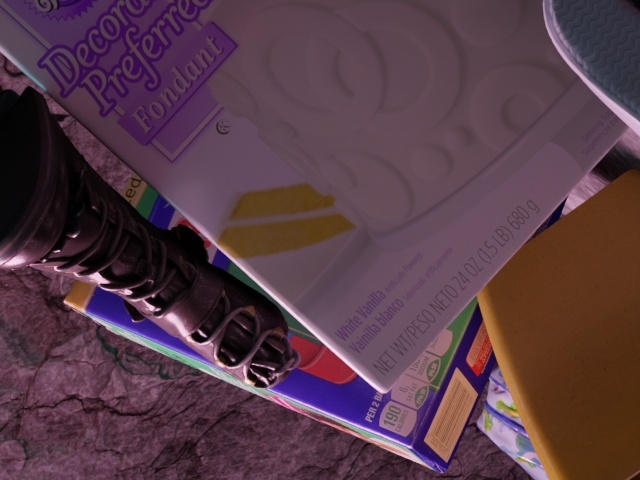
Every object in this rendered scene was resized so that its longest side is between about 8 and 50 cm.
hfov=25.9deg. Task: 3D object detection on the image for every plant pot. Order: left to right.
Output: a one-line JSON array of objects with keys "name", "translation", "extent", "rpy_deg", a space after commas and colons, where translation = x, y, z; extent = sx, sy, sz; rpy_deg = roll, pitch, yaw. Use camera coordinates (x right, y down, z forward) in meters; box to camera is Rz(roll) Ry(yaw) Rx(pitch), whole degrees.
[{"name": "plant pot", "translation": [0.230, 0.078, 0.987], "extent": [0.187, 0.212, 0.212], "rpy_deg": [56, -174, 28]}]

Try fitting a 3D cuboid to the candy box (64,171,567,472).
[{"name": "candy box", "translation": [0.000, 0.000, 1.117], "extent": [0.317, 0.268, 0.122], "rpy_deg": [19, 166, 25]}]

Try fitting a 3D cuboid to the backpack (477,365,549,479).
[{"name": "backpack", "translation": [0.386, 0.264, 1.871], "extent": [0.355, 0.273, 0.290], "rpy_deg": [56, -179, -20]}]

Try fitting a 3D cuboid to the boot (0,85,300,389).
[{"name": "boot", "translation": [-0.102, 0.012, 0.795], "extent": [0.229, 0.091, 0.263], "rpy_deg": [37, -177, -19]}]

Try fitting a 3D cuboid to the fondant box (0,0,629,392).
[{"name": "fondant box", "translation": [-0.008, -0.107, 0.828], "extent": [0.330, 0.238, 0.096], "rpy_deg": [42, 179, -6]}]

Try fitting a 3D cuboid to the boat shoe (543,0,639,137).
[{"name": "boat shoe", "translation": [0.215, -0.020, 0.568], "extent": [0.302, 0.109, 0.094], "rpy_deg": [51, -163, 16]}]
